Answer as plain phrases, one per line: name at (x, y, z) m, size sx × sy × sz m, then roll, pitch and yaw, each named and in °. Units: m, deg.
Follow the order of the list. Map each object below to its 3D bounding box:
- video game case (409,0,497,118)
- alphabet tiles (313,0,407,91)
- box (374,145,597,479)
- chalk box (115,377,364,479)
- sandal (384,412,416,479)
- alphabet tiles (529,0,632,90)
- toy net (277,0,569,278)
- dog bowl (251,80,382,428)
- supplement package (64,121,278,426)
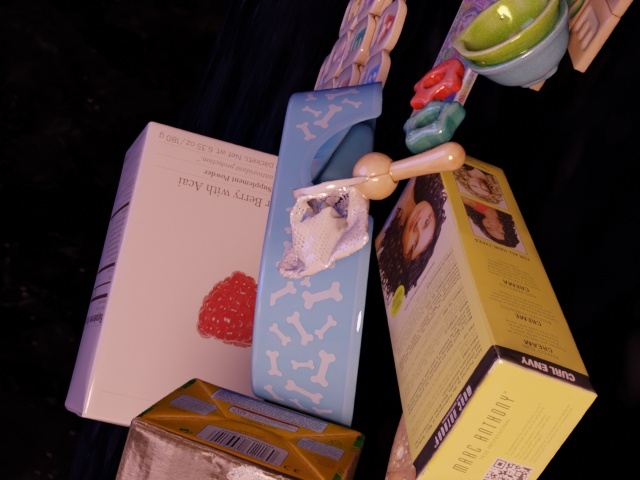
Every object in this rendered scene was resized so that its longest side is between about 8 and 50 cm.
video game case at (0.106, -0.135, 0.840) m, size 0.087 × 0.011 × 0.122 m, roll -110°, pitch 41°, yaw -68°
alphabet tiles at (0.017, -0.153, 1.174) m, size 0.278 × 0.021 × 0.284 m, roll 169°, pitch 120°, yaw -73°
box at (0.082, 0.036, 0.609) m, size 0.232 × 0.058 × 0.087 m, roll -97°, pitch 31°, yaw -60°
chalk box at (-0.068, 0.217, 0.691) m, size 0.132 × 0.132 × 0.213 m, roll -25°, pitch -48°, yaw -78°
sandal at (0.020, 0.187, 0.594) m, size 0.088 × 0.079 × 0.240 m, roll 138°, pitch 148°, yaw -62°
alphabet tiles at (0.183, -0.215, 0.663) m, size 0.198 × 0.009 × 0.237 m, roll -89°, pitch 24°, yaw -52°
toy net at (0.050, -0.072, 0.665) m, size 0.232 × 0.045 × 0.122 m, roll -41°, pitch 27°, yaw -1°
dog bowl at (0.000, 0.000, 0.812) m, size 0.297 × 0.074 × 0.166 m, roll -82°, pitch -3°, yaw -45°
supplement package at (-0.139, 0.052, 1.123) m, size 0.175 × 0.178 × 0.292 m, roll 163°, pitch 120°, yaw -71°
